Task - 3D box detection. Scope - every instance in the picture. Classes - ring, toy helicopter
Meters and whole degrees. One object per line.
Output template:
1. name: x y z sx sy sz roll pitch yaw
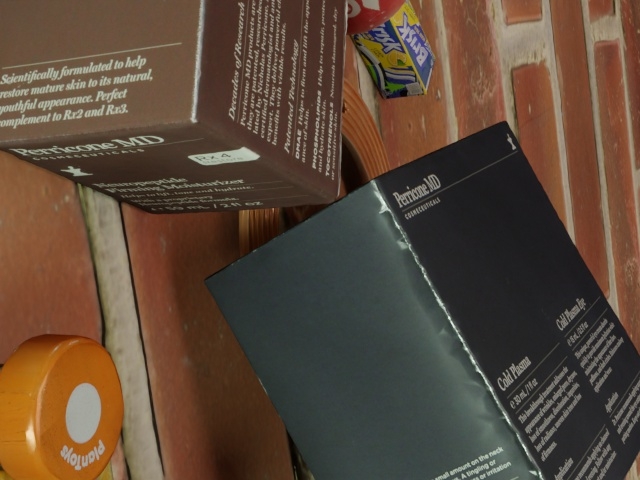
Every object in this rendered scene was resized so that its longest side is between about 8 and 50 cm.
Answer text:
1. ring: 0.000 0.000 1.238 0.336 0.032 0.337 11 78 -64
2. toy helicopter: -0.153 0.205 0.788 0.355 0.140 0.235 43 51 -58

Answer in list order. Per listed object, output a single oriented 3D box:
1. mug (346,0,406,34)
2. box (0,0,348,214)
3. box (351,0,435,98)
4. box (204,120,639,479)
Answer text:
1. mug: -0.009 -0.289 1.206 0.113 0.150 0.169 -53 142 0
2. box: -0.098 -0.123 0.895 0.203 0.168 0.167 25 65 -60
3. box: 0.068 -0.229 1.376 0.169 0.054 0.059 58 38 -45
4. box: 0.117 0.091 1.112 0.313 0.179 0.343 62 27 2
